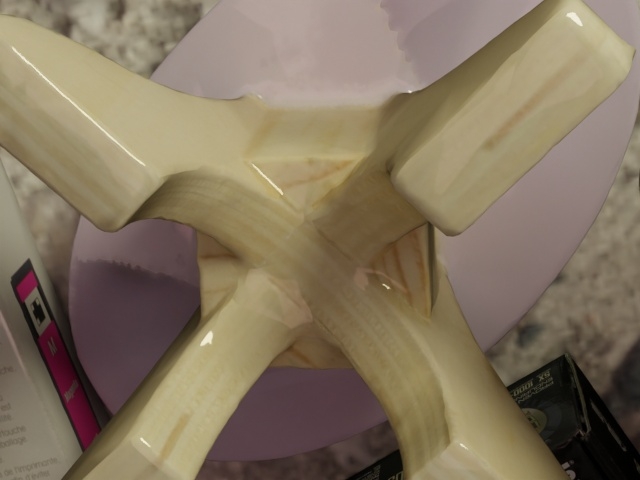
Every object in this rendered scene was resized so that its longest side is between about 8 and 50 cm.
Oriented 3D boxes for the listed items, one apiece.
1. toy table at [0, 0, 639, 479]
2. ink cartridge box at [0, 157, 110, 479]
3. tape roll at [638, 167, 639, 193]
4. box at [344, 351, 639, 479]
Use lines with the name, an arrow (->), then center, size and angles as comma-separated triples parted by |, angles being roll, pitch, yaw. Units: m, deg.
toy table -> 0.000, 0.000, 0.431 | 0.252, 0.161, 0.274 | 31, 109, -5
ink cartridge box -> -0.188, 0.083, 0.527 | 0.176, 0.069, 0.371 | -16, 109, 11
tape roll -> 0.236, -0.018, 0.333 | 0.246, 0.246, 0.169 | -40, 60, 16
box -> 0.071, 0.160, 0.520 | 0.180, 0.077, 0.147 | -32, 102, 15
